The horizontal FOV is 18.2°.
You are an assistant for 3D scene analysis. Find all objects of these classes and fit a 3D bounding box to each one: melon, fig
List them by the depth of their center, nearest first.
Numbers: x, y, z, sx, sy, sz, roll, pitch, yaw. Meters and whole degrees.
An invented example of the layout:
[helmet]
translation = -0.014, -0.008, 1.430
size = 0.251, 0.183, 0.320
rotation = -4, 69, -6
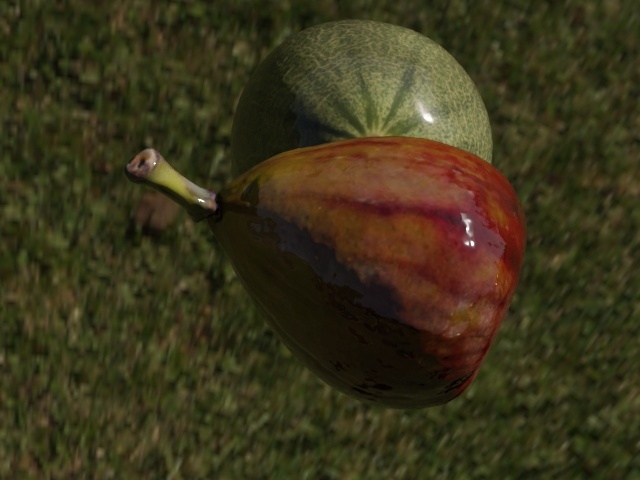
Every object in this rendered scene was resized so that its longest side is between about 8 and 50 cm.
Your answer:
[fig]
translation = 0.000, 0.000, 0.619
size = 0.125, 0.089, 0.089
rotation = 22, 64, 0
[melon]
translation = 0.037, -0.085, 1.816
size = 0.237, 0.302, 0.237
rotation = 0, 93, -6
